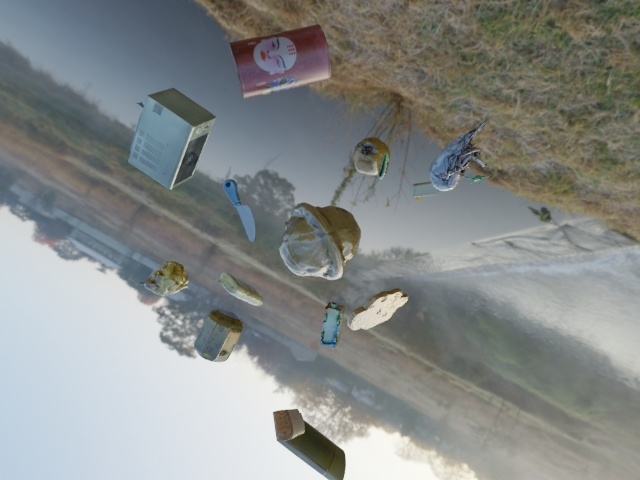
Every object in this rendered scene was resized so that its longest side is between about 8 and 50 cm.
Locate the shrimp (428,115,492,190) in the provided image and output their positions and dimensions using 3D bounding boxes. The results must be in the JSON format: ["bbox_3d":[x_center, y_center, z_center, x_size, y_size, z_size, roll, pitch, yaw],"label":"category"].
[{"bbox_3d":[0.506,-0.303,1.524,0.145,0.117,0.343,63,146,25],"label":"shrimp"}]

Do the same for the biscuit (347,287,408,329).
[{"bbox_3d":[0.300,0.349,2.205,0.051,0.376,0.269,54,149,34],"label":"biscuit"}]

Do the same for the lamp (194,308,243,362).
[{"bbox_3d":[-0.394,0.369,1.661,0.161,0.185,0.161,23,176,2],"label":"lamp"}]

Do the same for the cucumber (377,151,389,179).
[{"bbox_3d":[0.270,-0.316,1.811,0.039,0.039,0.167,26,144,15],"label":"cucumber"}]

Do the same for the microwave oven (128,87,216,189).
[{"bbox_3d":[-0.462,-0.316,1.313,0.194,0.240,0.145,36,-146,2],"label":"microwave oven"}]

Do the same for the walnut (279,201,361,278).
[{"bbox_3d":[0.003,-0.002,1.849,0.384,0.383,0.383,28,170,6],"label":"walnut"}]

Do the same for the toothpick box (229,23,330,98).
[{"bbox_3d":[-0.149,-0.660,1.580,0.204,0.334,0.204,164,90,-84],"label":"toothpick box"}]

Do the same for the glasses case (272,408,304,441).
[{"bbox_3d":[-0.085,0.514,1.196,0.049,0.075,0.218,-12,158,1],"label":"glasses case"}]

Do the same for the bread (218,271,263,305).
[{"bbox_3d":[-0.335,0.207,1.796,0.139,0.060,0.178,38,178,41],"label":"bread"}]

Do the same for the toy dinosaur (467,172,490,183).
[{"bbox_3d":[0.652,-0.263,1.769,0.062,0.083,0.021,44,-168,-5],"label":"toy dinosaur"}]

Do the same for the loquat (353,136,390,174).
[{"bbox_3d":[0.255,-0.425,2.147,0.176,0.187,0.234,16,178,31],"label":"loquat"}]

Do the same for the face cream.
[{"bbox_3d":[-0.021,0.769,1.576,0.285,0.067,0.139,39,-150,-3],"label":"face cream"}]

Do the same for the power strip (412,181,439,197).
[{"bbox_3d":[0.570,-0.276,2.283,0.169,0.076,0.028,-8,-154,-13],"label":"power strip"}]

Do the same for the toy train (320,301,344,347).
[{"bbox_3d":[0.050,0.335,1.715,0.072,0.188,0.099,12,-169,18],"label":"toy train"}]

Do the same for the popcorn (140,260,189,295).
[{"bbox_3d":[-0.653,0.167,1.846,0.140,0.194,0.163,59,-154,-14],"label":"popcorn"}]

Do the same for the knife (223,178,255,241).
[{"bbox_3d":[-0.286,-0.113,1.559,0.244,0.058,0.032,64,-171,-2],"label":"knife"}]
